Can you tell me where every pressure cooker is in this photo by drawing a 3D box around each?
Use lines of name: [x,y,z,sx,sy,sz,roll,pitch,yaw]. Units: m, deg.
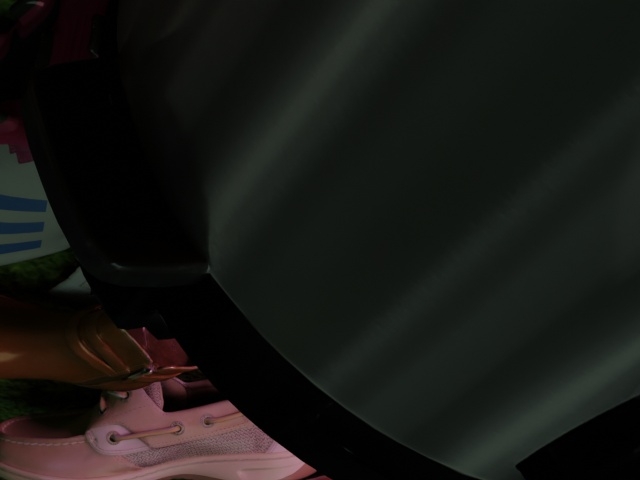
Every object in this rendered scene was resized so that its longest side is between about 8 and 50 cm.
pressure cooker: [0.111,-0.085,0.534,0.370,0.375,0.420,31,137,-12]

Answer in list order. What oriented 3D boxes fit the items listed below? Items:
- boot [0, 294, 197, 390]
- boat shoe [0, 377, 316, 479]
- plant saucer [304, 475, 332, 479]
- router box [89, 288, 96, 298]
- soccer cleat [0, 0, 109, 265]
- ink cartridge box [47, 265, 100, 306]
boot: [-0.198,0.072,0.972,0.197,0.073,0.152,14,162,-40]
boat shoe: [-0.146,0.155,1.099,0.302,0.109,0.098,-3,106,11]
plant saucer: [0.034,0.245,1.160,0.259,0.048,0.258,-18,163,26]
router box: [-0.081,0.026,0.836,0.092,0.038,0.122,26,152,-36]
soccer cleat: [-0.165,-0.063,0.794,0.331,0.116,0.143,-22,146,37]
ink cartridge box: [0.000,0.000,0.912,0.308,0.091,0.385,17,158,-21]
